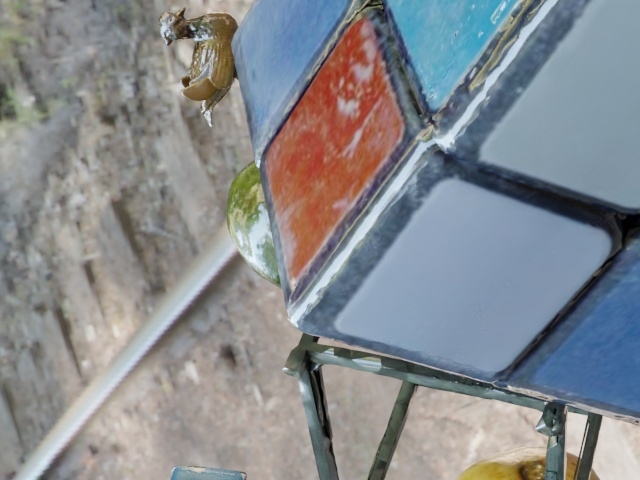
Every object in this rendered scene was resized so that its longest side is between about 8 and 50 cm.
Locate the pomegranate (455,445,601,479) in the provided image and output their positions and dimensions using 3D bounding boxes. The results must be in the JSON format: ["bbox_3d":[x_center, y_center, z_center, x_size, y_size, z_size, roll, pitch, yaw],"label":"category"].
[{"bbox_3d":[0.329,0.463,1.935,0.307,0.307,0.307,30,128,48],"label":"pomegranate"}]

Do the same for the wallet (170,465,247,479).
[{"bbox_3d":[-0.189,0.440,1.872,0.141,0.202,0.059,1,130,15],"label":"wallet"}]

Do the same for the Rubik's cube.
[{"bbox_3d":[0.157,-0.110,0.792,0.313,0.316,0.318,-54,34,32],"label":"Rubik's cube"}]

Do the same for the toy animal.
[{"bbox_3d":[-0.184,-0.275,1.950,0.089,0.179,0.188,-106,34,-64],"label":"toy animal"}]

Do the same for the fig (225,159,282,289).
[{"bbox_3d":[0.000,0.000,1.447,0.195,0.195,0.245,14,130,54],"label":"fig"}]

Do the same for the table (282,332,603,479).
[{"bbox_3d":[0.134,0.137,1.102,0.222,0.272,0.335,9,138,19],"label":"table"}]
